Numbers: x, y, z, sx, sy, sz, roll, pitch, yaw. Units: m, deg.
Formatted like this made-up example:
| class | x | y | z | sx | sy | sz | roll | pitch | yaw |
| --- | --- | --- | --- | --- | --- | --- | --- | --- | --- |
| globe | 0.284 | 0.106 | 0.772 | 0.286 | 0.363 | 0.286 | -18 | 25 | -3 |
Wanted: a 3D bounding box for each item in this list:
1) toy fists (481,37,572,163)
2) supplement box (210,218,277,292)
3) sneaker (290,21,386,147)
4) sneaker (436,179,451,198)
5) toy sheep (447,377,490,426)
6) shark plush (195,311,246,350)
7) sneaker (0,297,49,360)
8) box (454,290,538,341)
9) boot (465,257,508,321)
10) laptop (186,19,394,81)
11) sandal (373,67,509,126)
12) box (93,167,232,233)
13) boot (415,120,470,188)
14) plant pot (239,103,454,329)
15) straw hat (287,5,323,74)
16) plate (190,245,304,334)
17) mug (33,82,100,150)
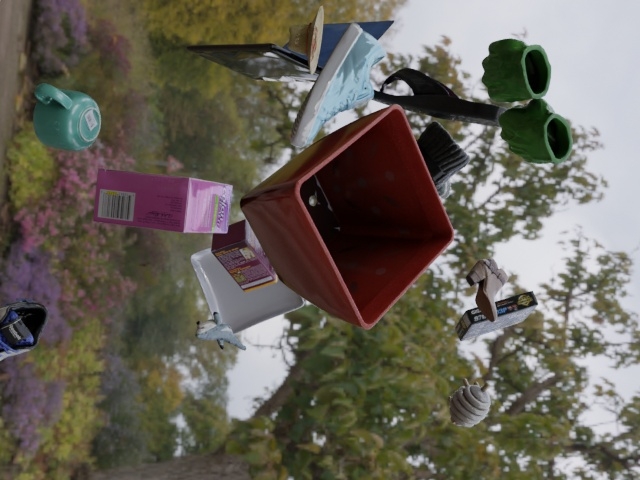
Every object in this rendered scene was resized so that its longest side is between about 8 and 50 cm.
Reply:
| class | x | y | z | sx | sy | sz | roll | pitch | yaw |
| --- | --- | --- | --- | --- | --- | --- | --- | --- | --- |
| toy fists | 0.417 | -0.281 | 1.477 | 0.142 | 0.096 | 0.279 | 19 | -38 | 57 |
| supplement box | -0.201 | 0.043 | 1.942 | 0.081 | 0.104 | 0.188 | -93 | 159 | -44 |
| sneaker | 0.056 | -0.371 | 1.811 | 0.366 | 0.150 | 0.135 | -62 | -173 | -13 |
| sneaker | 0.337 | -0.206 | 2.124 | 0.065 | 0.076 | 0.167 | 146 | -58 | -71 |
| toy sheep | 0.324 | 0.353 | 1.570 | 0.132 | 0.091 | 0.091 | -62 | -151 | 28 |
| shark plush | -0.258 | 0.248 | 1.842 | 0.073 | 0.161 | 0.067 | -21 | -132 | 20 |
| sneaker | -0.719 | 0.214 | 1.560 | 0.182 | 0.315 | 0.128 | -17 | -75 | 51 |
| box | 0.534 | 0.232 | 2.206 | 0.175 | 0.220 | 0.051 | 92 | -19 | -66 |
| boot | 0.344 | 0.093 | 1.448 | 0.042 | 0.086 | 0.119 | -32 | -96 | 57 |
| laptop | -0.083 | -0.573 | 2.024 | 0.381 | 0.407 | 0.237 | 14 | -90 | 45 |
| sandal | 0.297 | -0.382 | 1.894 | 0.445 | 0.167 | 0.107 | 16 | -83 | 29 |
| box | -0.342 | -0.084 | 1.604 | 0.243 | 0.213 | 0.118 | -5 | 102 | -76 |
| boot | 0.232 | -0.254 | 2.074 | 0.348 | 0.131 | 0.260 | 45 | -77 | 21 |
| plant pot | 0.023 | -0.040 | 1.230 | 0.235 | 0.267 | 0.267 | 0 | -56 | 49 |
| straw hat | -0.036 | -0.406 | 1.457 | 0.144 | 0.061 | 0.145 | 9 | 90 | -85 |
| plate | -0.222 | 0.122 | 2.201 | 0.045 | 0.277 | 0.278 | 79 | -12 | -82 |
| mug | -0.540 | -0.257 | 1.548 | 0.157 | 0.097 | 0.130 | -8 | 110 | -73 |
